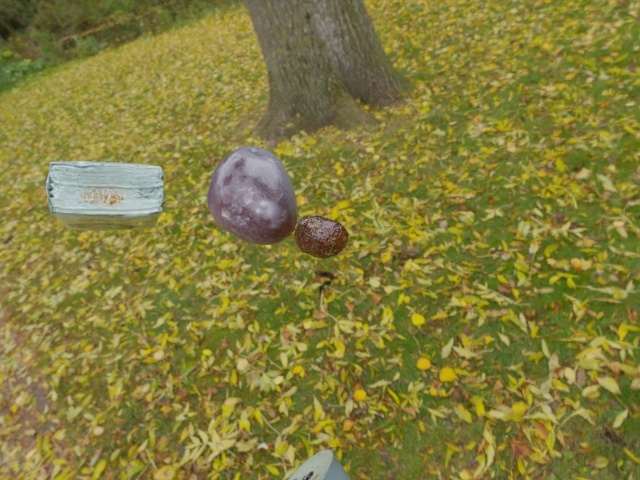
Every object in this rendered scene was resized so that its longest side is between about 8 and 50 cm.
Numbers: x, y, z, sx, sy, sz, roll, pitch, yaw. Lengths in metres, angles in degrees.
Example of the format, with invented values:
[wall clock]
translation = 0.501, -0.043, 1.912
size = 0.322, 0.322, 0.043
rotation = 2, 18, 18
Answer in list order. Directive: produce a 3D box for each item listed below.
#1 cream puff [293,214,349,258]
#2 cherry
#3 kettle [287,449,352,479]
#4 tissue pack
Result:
[cream puff]
translation = 0.000, 0.000, 1.184
size = 0.149, 0.149, 0.085
rotation = 1, 61, 29
[cherry]
translation = -0.156, -0.100, 1.057
size = 0.266, 0.213, 0.183
rotation = 37, 47, 22
[kettle]
translation = 0.021, 0.645, 1.068
size = 0.210, 0.243, 0.160
rotation = -37, 0, 27
[tissue pack]
translation = -0.624, -0.119, 1.382
size = 0.287, 0.162, 0.388
rotation = -2, -4, -22
